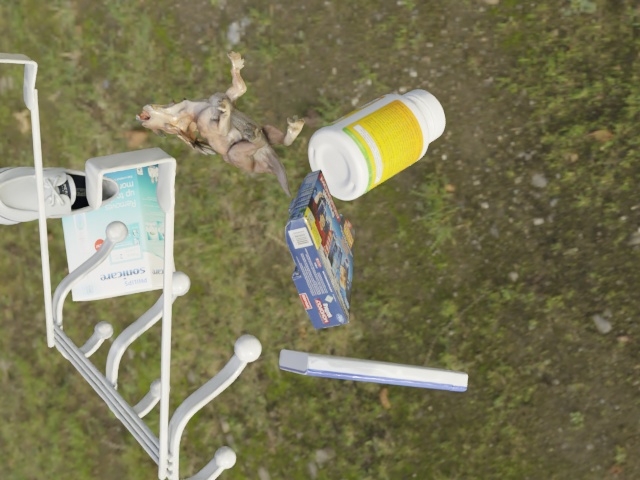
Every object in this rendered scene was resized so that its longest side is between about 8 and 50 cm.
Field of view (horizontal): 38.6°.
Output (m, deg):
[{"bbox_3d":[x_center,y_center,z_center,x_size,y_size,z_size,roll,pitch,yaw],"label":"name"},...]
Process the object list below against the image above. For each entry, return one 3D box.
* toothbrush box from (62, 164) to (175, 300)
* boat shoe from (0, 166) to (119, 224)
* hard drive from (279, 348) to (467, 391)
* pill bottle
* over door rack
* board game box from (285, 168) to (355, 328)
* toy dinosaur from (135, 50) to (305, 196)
[{"bbox_3d":[-0.473,-0.020,2.123,0.216,0.126,0.295,-9,87,20],"label":"toothbrush box"},{"bbox_3d":[-0.432,-0.082,1.472,0.084,0.258,0.095,-8,95,30],"label":"boat shoe"},{"bbox_3d":[0.098,0.254,1.792,0.210,0.319,0.040,166,112,-73],"label":"hard drive"},{"bbox_3d":[0.108,-0.182,1.646,0.136,0.246,0.136,33,139,33],"label":"pill bottle"},{"bbox_3d":[-0.160,0.019,0.746,0.239,0.108,0.324,34,140,41],"label":"over door rack"},{"bbox_3d":[0.000,0.000,1.413,0.060,0.194,0.194,-13,119,17],"label":"board game box"},{"bbox_3d":[-0.151,-0.176,1.559,0.296,0.127,0.200,43,141,1],"label":"toy dinosaur"}]
